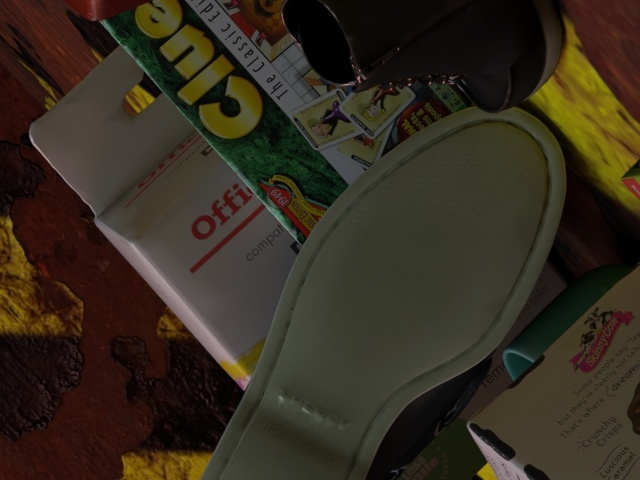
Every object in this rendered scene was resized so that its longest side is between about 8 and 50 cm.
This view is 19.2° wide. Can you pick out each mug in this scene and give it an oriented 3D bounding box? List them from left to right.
[{"bbox_3d":[0.192,0.086,1.104,0.157,0.097,0.129,50,169,-27],"label":"mug"}]

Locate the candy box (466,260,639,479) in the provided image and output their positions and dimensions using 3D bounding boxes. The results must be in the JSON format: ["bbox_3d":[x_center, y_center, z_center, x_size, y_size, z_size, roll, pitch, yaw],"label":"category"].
[{"bbox_3d":[0.200,0.105,0.940,0.196,0.165,0.070,39,167,40],"label":"candy box"}]

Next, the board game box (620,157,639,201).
[{"bbox_3d":[0.203,-0.013,0.808,0.092,0.043,0.181,48,171,-6],"label":"board game box"}]

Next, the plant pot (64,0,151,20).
[{"bbox_3d":[-0.032,-0.209,0.426,0.267,0.236,0.267,46,170,3],"label":"plant pot"}]

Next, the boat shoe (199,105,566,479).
[{"bbox_3d":[0.037,0.062,1.133,0.127,0.340,0.113,28,-165,6],"label":"boat shoe"}]

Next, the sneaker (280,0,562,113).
[{"bbox_3d":[0.044,-0.102,0.898,0.083,0.118,0.222,42,170,24],"label":"sneaker"}]

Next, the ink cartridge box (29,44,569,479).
[{"bbox_3d":[0.000,0.000,1.246,0.353,0.207,0.119,49,173,-19],"label":"ink cartridge box"}]

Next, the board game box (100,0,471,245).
[{"bbox_3d":[-0.045,-0.133,1.117,0.259,0.136,0.030,48,-163,-11],"label":"board game box"}]
